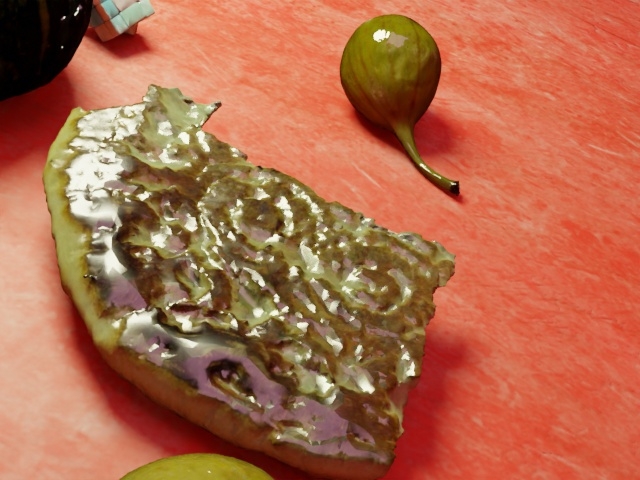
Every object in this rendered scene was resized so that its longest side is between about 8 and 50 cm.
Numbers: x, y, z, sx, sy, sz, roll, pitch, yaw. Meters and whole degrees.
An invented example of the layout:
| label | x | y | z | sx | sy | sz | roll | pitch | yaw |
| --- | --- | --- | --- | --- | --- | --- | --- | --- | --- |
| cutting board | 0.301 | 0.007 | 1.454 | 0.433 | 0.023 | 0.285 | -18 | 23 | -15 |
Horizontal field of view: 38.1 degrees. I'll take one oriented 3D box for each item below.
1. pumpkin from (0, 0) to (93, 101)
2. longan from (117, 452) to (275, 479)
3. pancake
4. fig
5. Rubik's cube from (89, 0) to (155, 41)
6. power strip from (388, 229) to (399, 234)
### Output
| label | x | y | z | sx | sy | sz | roll | pitch | yaw |
| --- | --- | --- | --- | --- | --- | --- | --- | --- | --- |
| pumpkin | -0.385 | -0.259 | 0.911 | 0.321 | 0.192 | 0.320 | 11 | 43 | -10 |
| longan | -0.088 | 0.202 | 0.563 | 0.155 | 0.176 | 0.145 | 12 | 78 | -43 |
| pancake | -0.078 | 0.019 | 0.805 | 0.427 | 0.067 | 0.305 | 33 | 45 | 14 |
| fig | 0.103 | -0.150 | 1.081 | 0.124 | 0.124 | 0.236 | -10 | 72 | -31 |
| Rubik's cube | -0.242 | -0.274 | 1.083 | 0.084 | 0.075 | 0.073 | -25 | 12 | -40 |
| power strip | 0.000 | 0.000 | 0.898 | 0.192 | 0.035 | 0.081 | 22 | 41 | 2 |
